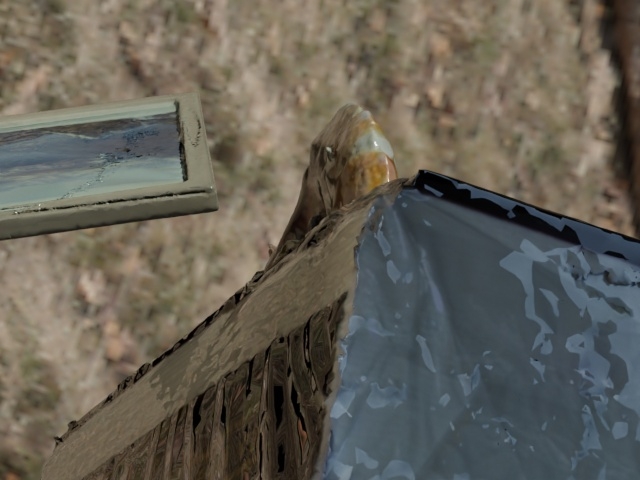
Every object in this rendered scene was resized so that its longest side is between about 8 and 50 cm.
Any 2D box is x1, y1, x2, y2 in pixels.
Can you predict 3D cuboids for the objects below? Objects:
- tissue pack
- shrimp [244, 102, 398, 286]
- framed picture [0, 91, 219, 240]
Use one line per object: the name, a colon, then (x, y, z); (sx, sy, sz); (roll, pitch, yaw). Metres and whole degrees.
tissue pack: (0.009, 0.134, 0.758); (0.210, 0.370, 0.198); (15, 64, -21)
shrimp: (0.000, 0.000, 1.163); (0.317, 0.062, 0.164); (162, -64, -76)
framed picture: (-0.241, -0.043, 1.229); (0.247, 0.335, 0.022); (-106, -171, -70)
